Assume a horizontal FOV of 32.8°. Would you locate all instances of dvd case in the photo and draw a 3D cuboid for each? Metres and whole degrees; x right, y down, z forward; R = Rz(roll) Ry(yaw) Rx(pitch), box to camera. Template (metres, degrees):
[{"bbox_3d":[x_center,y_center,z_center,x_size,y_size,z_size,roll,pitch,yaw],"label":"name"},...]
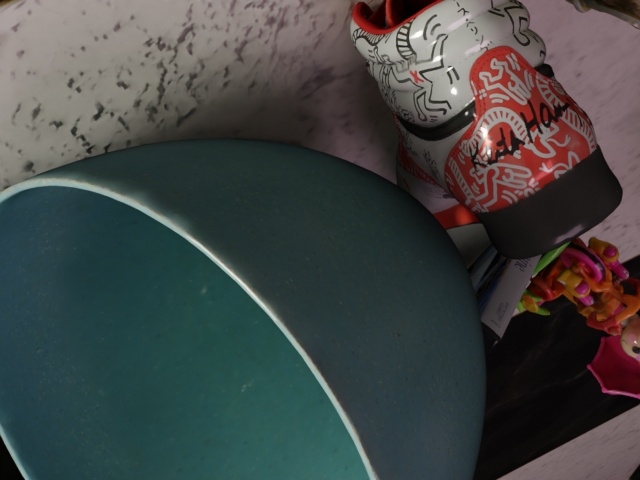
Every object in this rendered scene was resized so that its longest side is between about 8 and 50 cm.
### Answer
[{"bbox_3d":[0.105,0.062,0.825,0.180,0.022,0.253,-52,178,34],"label":"dvd case"}]

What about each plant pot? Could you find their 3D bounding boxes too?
[{"bbox_3d":[-0.024,0.063,0.595,0.195,0.290,0.290,-35,162,-42],"label":"plant pot"}]

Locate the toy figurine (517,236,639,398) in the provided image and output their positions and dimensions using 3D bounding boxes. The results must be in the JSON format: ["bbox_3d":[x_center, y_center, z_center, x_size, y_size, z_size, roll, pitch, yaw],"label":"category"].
[{"bbox_3d":[0.230,0.056,0.866,0.130,0.159,0.173,-50,178,-17],"label":"toy figurine"}]

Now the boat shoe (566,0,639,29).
[{"bbox_3d":[0.187,-0.151,0.593,0.285,0.104,0.089,-7,142,-40],"label":"boat shoe"}]

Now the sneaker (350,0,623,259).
[{"bbox_3d":[0.075,-0.081,0.617,0.090,0.145,0.270,-30,-171,-1],"label":"sneaker"}]
